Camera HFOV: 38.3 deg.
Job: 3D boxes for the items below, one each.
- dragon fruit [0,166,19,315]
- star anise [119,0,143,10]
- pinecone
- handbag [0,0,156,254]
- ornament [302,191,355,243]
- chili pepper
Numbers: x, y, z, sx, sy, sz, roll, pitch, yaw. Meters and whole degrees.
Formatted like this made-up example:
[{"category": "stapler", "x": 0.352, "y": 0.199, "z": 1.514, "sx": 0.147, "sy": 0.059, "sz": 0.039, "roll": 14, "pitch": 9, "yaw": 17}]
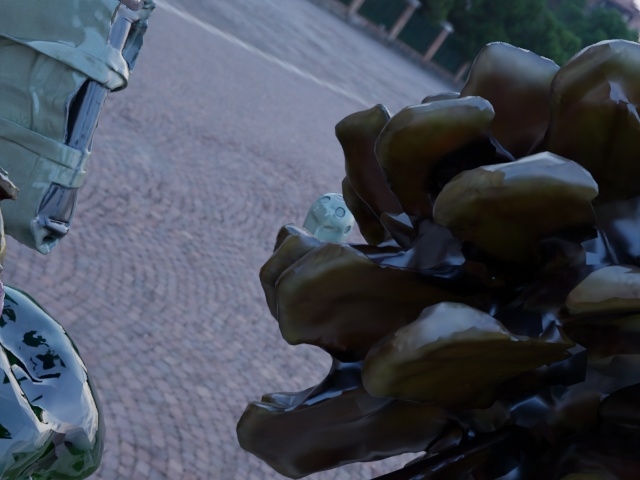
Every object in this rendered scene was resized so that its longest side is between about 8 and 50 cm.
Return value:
[{"category": "dragon fruit", "x": -0.334, "y": 0.042, "z": 0.548, "sx": 0.278, "sy": 0.342, "sz": 0.277, "roll": 16, "pitch": 12, "yaw": -3}, {"category": "star anise", "x": -0.198, "y": -0.185, "z": 0.549, "sx": 0.148, "sy": 0.227, "sz": 0.218, "roll": 1, "pitch": 45, "yaw": 19}, {"category": "pinecone", "x": 0.127, "y": 0.114, "z": 0.437, "sx": 0.384, "sy": 0.384, "sz": 0.384, "roll": 33, "pitch": 15, "yaw": -10}, {"category": "handbag", "x": -0.317, "y": -0.161, "z": 0.981, "sx": 0.253, "sy": 0.315, "sz": 0.109, "roll": 21, "pitch": -1, "yaw": 30}, {"category": "ornament", "x": 0.000, "y": 0.000, "z": 1.389, "sx": 0.075, "sy": 0.156, "sz": 0.081, "roll": 35, "pitch": 31, "yaw": 16}, {"category": "chili pepper", "x": -0.351, "y": 0.166, "z": 0.892, "sx": 0.257, "sy": 0.233, "sz": 0.248, "roll": 45, "pitch": 16, "yaw": 19}]
